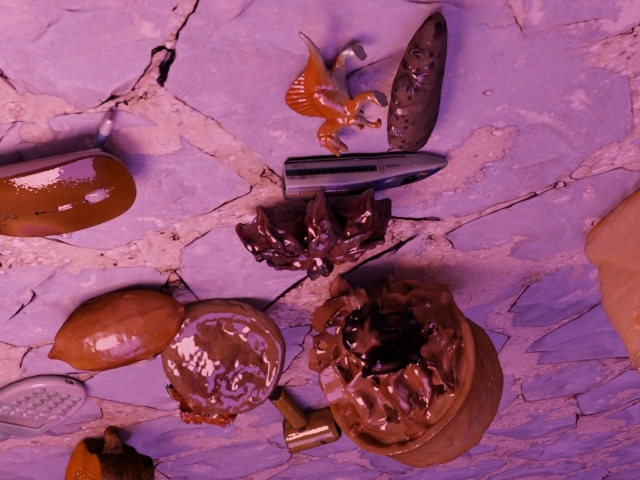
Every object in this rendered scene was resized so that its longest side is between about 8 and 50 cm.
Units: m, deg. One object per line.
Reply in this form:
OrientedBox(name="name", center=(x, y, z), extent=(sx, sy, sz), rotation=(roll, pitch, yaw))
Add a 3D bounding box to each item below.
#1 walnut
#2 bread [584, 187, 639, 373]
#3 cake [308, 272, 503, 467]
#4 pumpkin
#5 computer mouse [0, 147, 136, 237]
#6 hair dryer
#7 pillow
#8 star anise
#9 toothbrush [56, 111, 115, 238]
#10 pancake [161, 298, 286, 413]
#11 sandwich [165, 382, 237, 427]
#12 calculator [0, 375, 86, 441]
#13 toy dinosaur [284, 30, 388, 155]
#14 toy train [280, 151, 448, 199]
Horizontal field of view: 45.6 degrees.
OrientedBox(name="walnut", center=(-0.348, 0.153, 1.297), extent=(0.245, 0.137, 0.137), rotation=(-14, 148, -2))
OrientedBox(name="bread", center=(0.709, 0.024, 1.277), extent=(0.371, 0.279, 0.390), rotation=(5, 142, -27))
OrientedBox(name="cake", center=(0.125, 0.219, 1.366), extent=(0.332, 0.332, 0.321), rotation=(-29, 138, 26))
OrientedBox(name="pumpkin", center=(-0.493, 0.550, 1.774), extent=(0.139, 0.222, 0.317), rotation=(19, 166, -25))
OrientedBox(name="computer mouse", center=(-0.366, -0.058, 1.000), extent=(0.245, 0.056, 0.126), rotation=(-9, 144, 6))
OrientedBox(name="hair dryer", center=(-0.049, 0.426, 1.854), extent=(0.135, 0.090, 0.279), rotation=(-17, 141, 10))
OrientedBox(name="pillow", center=(0.117, -0.178, 0.964), extent=(0.093, 0.051, 0.241), rotation=(-42, 158, -20))
OrientedBox(name="star anise", center=(0.000, 0.000, 1.143), extent=(0.223, 0.109, 0.236), rotation=(-19, 165, 17))
OrientedBox(name="toothbrush", center=(-0.323, -0.082, 1.034), extent=(0.025, 0.019, 0.276), rotation=(15, 141, -22))
OrientedBox(name="pancake", center=(-0.175, 0.217, 1.399), extent=(0.242, 0.050, 0.242), rotation=(-1, 110, -3))
OrientedBox(name="sandwich", center=(-0.220, 0.291, 1.538), extent=(0.235, 0.159, 0.079), rotation=(-5, 132, 31))
OrientedBox(name="calculator", center=(-0.619, 0.355, 1.602), extent=(0.295, 0.042, 0.184), rotation=(-32, 142, 25))
OrientedBox(name="toy dinosaur", center=(0.005, -0.188, 0.955), extent=(0.142, 0.057, 0.212), rotation=(-16, 140, 40))
OrientedBox(name="toy train", center=(0.070, -0.094, 1.108), extent=(0.252, 0.048, 0.055), rotation=(-5, 149, -10))
